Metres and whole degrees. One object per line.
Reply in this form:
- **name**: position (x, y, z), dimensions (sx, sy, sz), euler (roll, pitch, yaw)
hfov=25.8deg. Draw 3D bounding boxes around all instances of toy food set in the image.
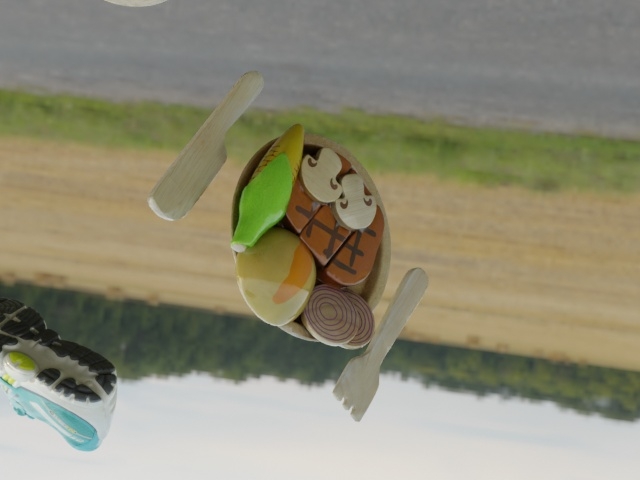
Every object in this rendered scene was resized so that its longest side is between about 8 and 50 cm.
- **toy food set**: position (0.000, 0.000, 0.808), dimensions (0.039, 0.132, 0.192), euler (-12, 129, 47)

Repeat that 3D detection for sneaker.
- **sneaker**: position (-0.353, 0.155, 1.631), dimensions (0.275, 0.110, 0.107), euler (31, -141, 27)

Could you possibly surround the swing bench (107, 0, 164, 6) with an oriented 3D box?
- **swing bench**: position (-0.132, -0.390, 1.550), dimensions (0.165, 0.254, 0.253), euler (40, -141, 3)
